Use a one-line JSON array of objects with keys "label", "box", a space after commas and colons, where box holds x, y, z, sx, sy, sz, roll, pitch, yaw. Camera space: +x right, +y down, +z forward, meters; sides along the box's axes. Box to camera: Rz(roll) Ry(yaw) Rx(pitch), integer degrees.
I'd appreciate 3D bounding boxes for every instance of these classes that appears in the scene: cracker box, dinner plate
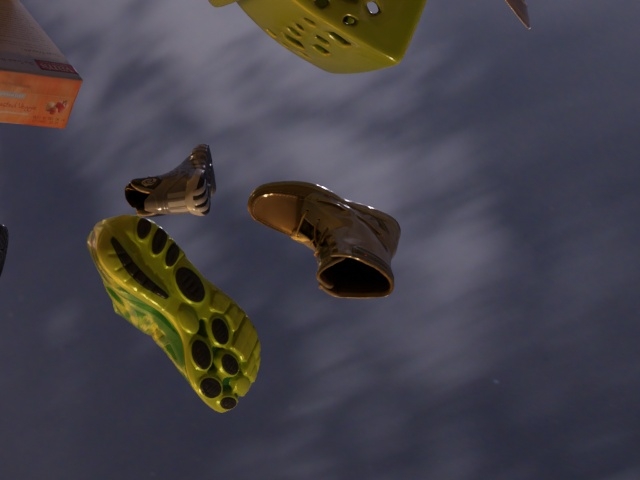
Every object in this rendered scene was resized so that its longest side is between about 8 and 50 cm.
[{"label": "cracker box", "box": [-0.378, -0.212, 1.397, 0.232, 0.156, 0.067, 48, -58, 39]}, {"label": "dinner plate", "box": [0.207, -0.305, 1.496, 0.017, 0.141, 0.141, -33, -127, 17]}]

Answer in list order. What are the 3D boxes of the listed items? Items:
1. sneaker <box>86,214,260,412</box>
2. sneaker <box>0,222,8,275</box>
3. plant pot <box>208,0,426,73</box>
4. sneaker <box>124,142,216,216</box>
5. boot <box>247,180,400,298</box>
[{"label": "sneaker", "box": [-0.174, 0.081, 1.563, 0.109, 0.295, 0.123, -42, -154, -19]}, {"label": "sneaker", "box": [-0.548, 0.061, 1.890, 0.130, 0.087, 0.227, 20, -108, 8]}, {"label": "plant pot", "box": [0.001, -0.333, 1.457, 0.228, 0.207, 0.227, -69, -160, -4]}, {"label": "sneaker", "box": [-0.234, -0.091, 1.992, 0.132, 0.228, 0.086, -8, -74, 2]}, {"label": "boot", "box": [0.000, 0.000, 1.697, 0.165, 0.213, 0.077, -79, -174, -61]}]
